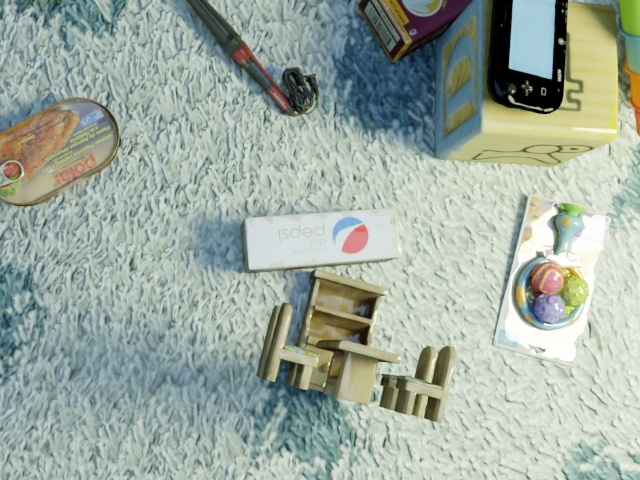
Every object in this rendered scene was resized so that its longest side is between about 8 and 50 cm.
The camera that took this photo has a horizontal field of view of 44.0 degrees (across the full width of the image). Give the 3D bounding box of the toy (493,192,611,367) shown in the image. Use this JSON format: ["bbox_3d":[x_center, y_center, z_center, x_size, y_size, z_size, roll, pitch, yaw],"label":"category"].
[{"bbox_3d":[0.352,0.057,1.173,0.137,0.056,0.237,16,80,-7],"label":"toy"}]

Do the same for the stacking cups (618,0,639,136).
[{"bbox_3d":[0.439,-0.263,1.057,0.096,0.096,0.316,-33,130,-13],"label":"stacking cups"}]

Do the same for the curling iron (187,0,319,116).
[{"bbox_3d":[-0.108,-0.282,1.141,0.274,0.035,0.068,41,74,-4],"label":"curling iron"}]

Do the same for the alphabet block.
[{"bbox_3d":[0.285,-0.219,1.128,0.197,0.192,0.193,3,84,-11],"label":"alphabet block"}]

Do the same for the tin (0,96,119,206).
[{"bbox_3d":[-0.362,-0.118,1.074,0.190,0.040,0.106,-31,85,-12],"label":"tin"}]

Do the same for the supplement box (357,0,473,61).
[{"bbox_3d":[0.165,-0.361,1.177,0.188,0.081,0.104,-32,89,-13],"label":"supplement box"}]

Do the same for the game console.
[{"bbox_3d":[0.289,-0.336,1.027,0.213,0.044,0.361,8,79,-9],"label":"game console"}]

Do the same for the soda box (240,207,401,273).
[{"bbox_3d":[0.000,0.000,1.108,0.216,0.069,0.074,-4,84,-11],"label":"soda box"}]

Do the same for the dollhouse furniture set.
[{"bbox_3d":[0.039,0.120,1.012,0.212,0.242,0.161,16,80,-9],"label":"dollhouse furniture set"}]

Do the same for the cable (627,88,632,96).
[{"bbox_3d":[0.615,-0.268,1.250,0.287,0.072,0.139,-43,84,-11],"label":"cable"}]
